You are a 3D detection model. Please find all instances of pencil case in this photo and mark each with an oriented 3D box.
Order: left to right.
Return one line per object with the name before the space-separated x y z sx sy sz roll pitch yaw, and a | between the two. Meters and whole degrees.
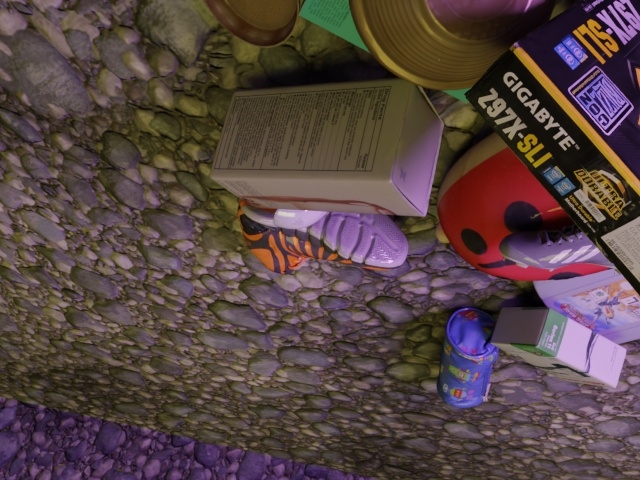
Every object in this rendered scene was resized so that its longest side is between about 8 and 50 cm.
pencil case | 0.339 0.281 1.383 0.133 0.119 0.306 30 151 27

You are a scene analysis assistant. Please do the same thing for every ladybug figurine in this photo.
ladybug figurine | 0.376 -0.053 0.908 0.449 0.162 0.305 -22 131 37

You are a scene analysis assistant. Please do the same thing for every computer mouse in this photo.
computer mouse | 0.008 -0.064 1.003 0.042 0.193 0.106 48 152 25

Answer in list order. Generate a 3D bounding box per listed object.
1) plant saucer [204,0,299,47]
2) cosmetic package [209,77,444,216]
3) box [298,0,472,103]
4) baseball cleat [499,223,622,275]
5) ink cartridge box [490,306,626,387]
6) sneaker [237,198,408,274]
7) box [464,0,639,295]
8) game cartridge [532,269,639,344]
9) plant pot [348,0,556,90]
plant saucer | -0.090 -0.327 0.759 0.168 0.029 0.168 26 146 19
cosmetic package | 0.006 -0.128 0.858 0.296 0.153 0.129 6 164 33
box | 0.102 -0.274 0.754 0.244 0.100 0.060 24 143 -14
baseball cleat | 0.347 -0.010 0.797 0.206 0.072 0.109 3 127 5
ink cartridge box | 0.478 0.214 1.216 0.208 0.087 0.153 27 165 -15
sneaker | 0.000 0.000 1.139 0.321 0.124 0.180 21 147 6
box | 0.324 -0.129 0.631 0.257 0.322 0.079 49 140 5
game cartridge | 0.552 0.110 1.161 0.297 0.062 0.198 35 134 -26
plant pot | 0.153 -0.276 0.638 0.237 0.110 0.237 -2 111 -5
